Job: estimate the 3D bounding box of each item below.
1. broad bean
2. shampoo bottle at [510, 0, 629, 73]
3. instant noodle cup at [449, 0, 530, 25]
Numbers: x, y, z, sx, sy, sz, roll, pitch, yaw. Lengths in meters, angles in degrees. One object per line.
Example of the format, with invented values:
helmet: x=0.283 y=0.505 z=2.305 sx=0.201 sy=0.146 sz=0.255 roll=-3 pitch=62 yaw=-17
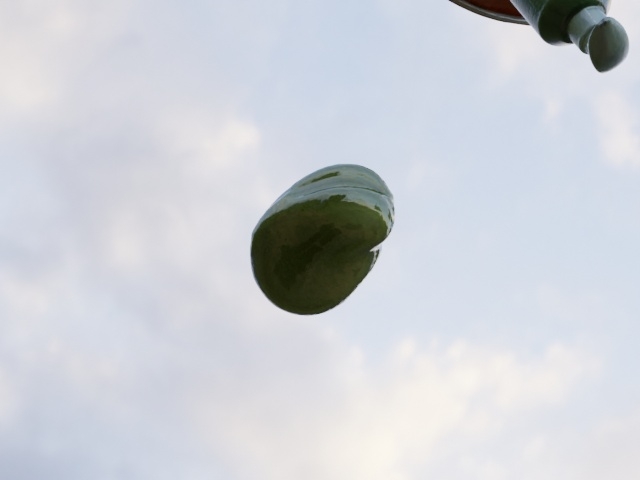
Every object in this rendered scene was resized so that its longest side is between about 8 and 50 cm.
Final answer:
broad bean: x=0.000 y=0.000 z=0.874 sx=0.063 sy=0.045 sz=0.083 roll=31 pitch=-67 yaw=-23
shampoo bottle: x=0.157 y=-0.195 z=1.280 sx=0.065 sy=0.204 sz=0.065 roll=-19 pitch=-38 yaw=-16
instant noodle cup: x=0.179 y=-0.333 z=1.477 sx=0.250 sy=0.250 sz=0.192 roll=25 pitch=-41 yaw=-11
